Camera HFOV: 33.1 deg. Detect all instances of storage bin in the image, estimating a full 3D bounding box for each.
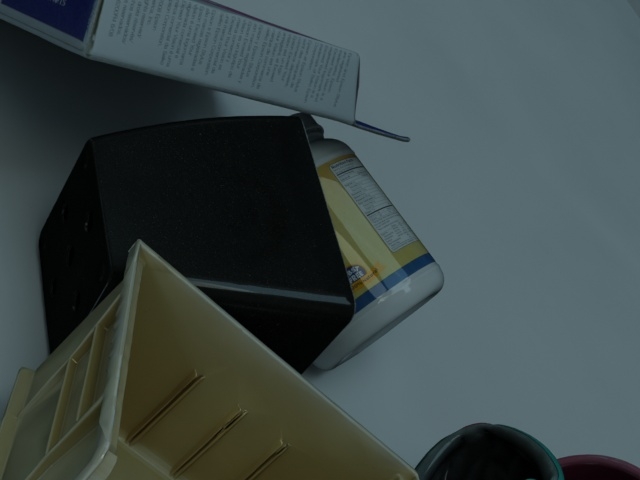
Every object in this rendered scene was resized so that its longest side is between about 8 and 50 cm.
[{"bbox_3d":[-0.053,0.169,0.616,0.262,0.123,0.260,43,12,-19],"label":"storage bin"}]

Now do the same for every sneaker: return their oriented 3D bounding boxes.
[{"bbox_3d":[0.139,0.251,0.775,0.295,0.124,0.178,-100,165,-45],"label":"sneaker"}]

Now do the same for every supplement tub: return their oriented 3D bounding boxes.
[{"bbox_3d":[0.000,0.000,0.967,0.199,0.144,0.144,53,33,9],"label":"supplement tub"}]

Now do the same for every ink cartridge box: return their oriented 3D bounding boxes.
[{"bbox_3d":[-0.129,-0.183,0.920,0.330,0.071,0.324,7,14,-44],"label":"ink cartridge box"}]

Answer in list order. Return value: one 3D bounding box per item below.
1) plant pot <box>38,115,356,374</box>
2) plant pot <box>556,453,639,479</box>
[{"bbox_3d":[-0.109,0.020,0.806,0.167,0.188,0.187,7,50,-30],"label":"plant pot"},{"bbox_3d":[0.253,0.310,0.916,0.180,0.201,0.201,42,31,-38],"label":"plant pot"}]
